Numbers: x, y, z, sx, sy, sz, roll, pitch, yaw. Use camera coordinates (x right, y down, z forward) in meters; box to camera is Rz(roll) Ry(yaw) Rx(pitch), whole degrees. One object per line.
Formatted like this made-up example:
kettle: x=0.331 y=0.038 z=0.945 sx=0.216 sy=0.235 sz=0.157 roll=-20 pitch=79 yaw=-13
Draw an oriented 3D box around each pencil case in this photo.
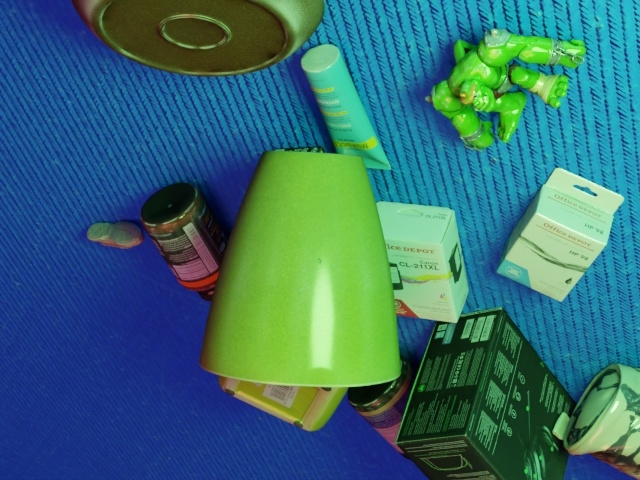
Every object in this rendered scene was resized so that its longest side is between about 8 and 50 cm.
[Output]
pencil case: x=0.572 y=0.331 z=1.564 sx=0.410 sy=0.160 sz=0.183 roll=25 pitch=132 yaw=0

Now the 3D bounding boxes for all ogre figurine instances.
ogre figurine: x=0.209 y=-0.185 z=1.233 sx=0.118 sy=0.096 sz=0.197 roll=20 pitch=161 yaw=-22

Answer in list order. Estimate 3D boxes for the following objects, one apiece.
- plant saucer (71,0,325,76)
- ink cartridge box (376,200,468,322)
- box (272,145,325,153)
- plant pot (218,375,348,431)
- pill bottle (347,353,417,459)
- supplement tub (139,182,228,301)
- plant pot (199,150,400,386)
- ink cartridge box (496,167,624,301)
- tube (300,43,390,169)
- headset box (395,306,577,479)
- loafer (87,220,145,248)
plant saucer: x=-0.150 y=-0.269 z=1.246 sx=0.311 sy=0.050 sz=0.310 roll=3 pitch=164 yaw=1
ink cartridge box: x=0.140 y=0.033 z=1.530 sx=0.127 sy=0.072 sz=0.175 roll=6 pitch=138 yaw=24
box: x=-0.025 y=-0.105 z=1.505 sx=0.083 sy=0.018 sz=0.067 roll=0 pitch=135 yaw=28
plant pot: x=-0.032 y=0.165 z=1.670 sx=0.227 sy=0.207 sz=0.228 roll=26 pitch=141 yaw=1
pill bottle: x=0.156 y=0.303 z=1.791 sx=0.123 sy=0.122 sz=0.219 roll=-19 pitch=125 yaw=42
supplement tub: x=-0.204 y=0.009 z=1.667 sx=0.106 sy=0.106 sz=0.198 roll=0 pitch=136 yaw=29
plant pot: x=-0.021 y=0.028 z=1.401 sx=0.275 sy=0.275 sz=0.293 roll=4 pitch=94 yaw=25
ink cartridge box: x=0.322 y=-0.005 z=1.395 sx=0.104 sy=0.060 sz=0.180 roll=24 pitch=142 yaw=2
tube: x=0.031 y=-0.169 z=1.384 sx=0.080 sy=0.052 sz=0.207 roll=13 pitch=148 yaw=33
headset box: x=0.275 y=0.294 z=1.617 sx=0.131 sy=0.246 sz=0.283 roll=-16 pitch=127 yaw=39
loafer: x=-0.347 y=-0.007 z=1.783 sx=0.125 sy=0.045 sz=0.039 roll=5 pitch=155 yaw=34
